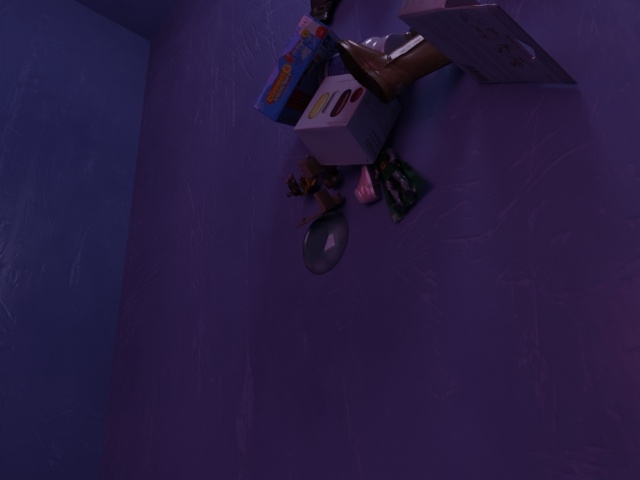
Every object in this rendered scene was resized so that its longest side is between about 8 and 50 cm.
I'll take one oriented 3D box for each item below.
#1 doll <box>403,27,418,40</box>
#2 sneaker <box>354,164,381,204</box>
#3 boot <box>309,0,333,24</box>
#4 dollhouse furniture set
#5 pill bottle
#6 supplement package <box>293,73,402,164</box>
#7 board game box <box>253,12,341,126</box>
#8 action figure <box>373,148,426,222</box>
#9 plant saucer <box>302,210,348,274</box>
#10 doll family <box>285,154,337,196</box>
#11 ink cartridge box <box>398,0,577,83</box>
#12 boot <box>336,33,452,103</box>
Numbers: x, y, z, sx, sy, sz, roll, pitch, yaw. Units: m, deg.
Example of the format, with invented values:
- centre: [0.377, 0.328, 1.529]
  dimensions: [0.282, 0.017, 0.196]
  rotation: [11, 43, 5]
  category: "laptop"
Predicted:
- centre: [0.293, -0.645, 1.492]
  dimensions: [0.129, 0.046, 0.188]
  rotation: [-1, 65, 61]
  category: "doll"
- centre: [0.119, -0.158, 1.465]
  dimensions: [0.070, 0.051, 0.134]
  rotation: [-29, 56, 35]
  category: "sneaker"
- centre: [0.035, -0.844, 1.910]
  dimensions: [0.247, 0.084, 0.161]
  rotation: [-2, 78, 57]
  category: "boot"
- centre: [-0.024, -0.146, 1.561]
  dimensions: [0.123, 0.144, 0.151]
  rotation: [-29, 92, 41]
  category: "dollhouse furniture set"
- centre: [0.128, -0.484, 1.532]
  dimensions: [0.265, 0.153, 0.153]
  rotation: [-3, 71, 52]
  category: "pill bottle"
- centre: [0.075, -0.328, 1.457]
  dimensions: [0.194, 0.149, 0.203]
  rotation: [5, 59, 42]
  category: "supplement package"
- centre: [-0.051, -0.507, 1.670]
  dimensions: [0.301, 0.086, 0.308]
  rotation: [-58, -7, 14]
  category: "board game box"
- centre: [0.181, -0.171, 1.391]
  dimensions: [0.137, 0.064, 0.232]
  rotation: [-51, 36, 27]
  category: "action figure"
- centre: [0.000, 0.000, 1.551]
  dimensions: [0.195, 0.037, 0.194]
  rotation: [-28, 53, 43]
  category: "plant saucer"
- centre: [-0.024, -0.199, 1.652]
  dimensions: [0.193, 0.076, 0.111]
  rotation: [-52, 35, 17]
  category: "doll family"
- centre: [0.347, -0.414, 1.097]
  dimensions: [0.261, 0.296, 0.066]
  rotation: [23, 91, 53]
  category: "ink cartridge box"
- centre: [0.210, -0.477, 1.345]
  dimensions: [0.270, 0.089, 0.236]
  rotation: [-35, 67, -8]
  category: "boot"
